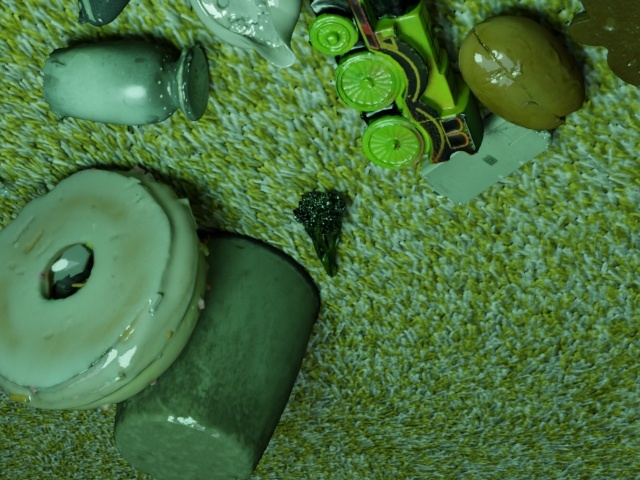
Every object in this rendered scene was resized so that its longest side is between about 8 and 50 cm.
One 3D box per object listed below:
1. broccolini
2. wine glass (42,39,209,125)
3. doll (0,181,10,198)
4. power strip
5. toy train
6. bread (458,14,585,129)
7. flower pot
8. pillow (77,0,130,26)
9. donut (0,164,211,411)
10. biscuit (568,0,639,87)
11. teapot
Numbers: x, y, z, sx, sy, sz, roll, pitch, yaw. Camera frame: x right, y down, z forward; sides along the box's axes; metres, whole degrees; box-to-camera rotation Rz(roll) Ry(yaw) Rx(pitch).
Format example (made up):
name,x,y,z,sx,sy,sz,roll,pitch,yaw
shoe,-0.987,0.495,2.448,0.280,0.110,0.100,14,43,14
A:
name,x,y,z,sx,sy,sz,roll,pitch,yaw
broccolini,0.007,-0.010,1.547,0.074,0.058,0.201,20,158,16
wine glass,-0.250,-0.204,1.333,0.205,0.111,0.111,1,138,11
doll,-0.593,-0.093,1.613,0.228,0.057,0.114,6,135,13
power strip,0.217,-0.112,1.356,0.081,0.035,0.192,34,136,-21
toy train,0.090,-0.212,1.232,0.161,0.100,0.296,-13,132,20
bread,0.243,-0.190,1.209,0.189,0.077,0.114,33,112,-30
flower pot,-0.172,0.196,1.607,0.294,0.330,0.293,8,138,7
pillow,-0.196,-0.371,1.093,0.093,0.161,0.335,4,148,-35
donut,-0.330,0.073,1.494,0.383,0.382,0.142,-5,152,22
biscuit,0.341,-0.252,1.146,0.138,0.031,0.205,0,138,40
teapot,-0.095,-0.300,1.185,0.226,0.092,0.145,41,134,-1
